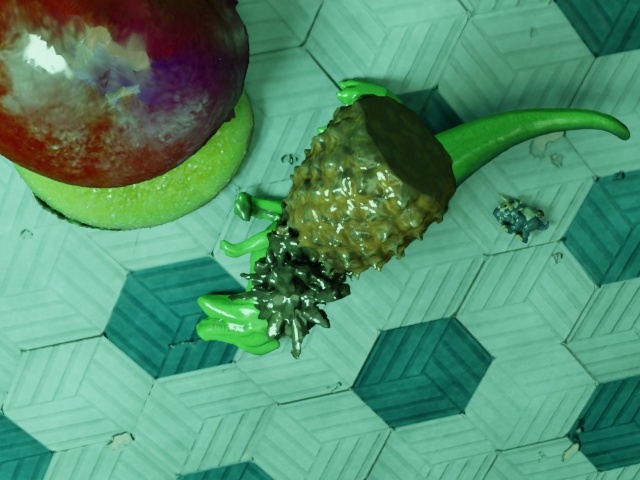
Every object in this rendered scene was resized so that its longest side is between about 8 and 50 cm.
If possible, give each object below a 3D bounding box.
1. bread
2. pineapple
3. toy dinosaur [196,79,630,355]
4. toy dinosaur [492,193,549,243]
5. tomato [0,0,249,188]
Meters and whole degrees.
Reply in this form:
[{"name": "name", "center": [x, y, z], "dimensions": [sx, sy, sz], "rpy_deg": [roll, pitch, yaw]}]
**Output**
[{"name": "bread", "center": [-0.227, -0.140, 1.329], "dimensions": [0.301, 0.045, 0.301], "rpy_deg": [-4, 117, -7]}, {"name": "pineapple", "center": [0.000, 0.000, 1.253], "dimensions": [0.169, 0.169, 0.340], "rpy_deg": [25, 131, -22]}, {"name": "toy dinosaur", "center": [0.110, 0.000, 1.422], "dimensions": [0.500, 0.144, 0.374], "rpy_deg": [5, 121, -9]}, {"name": "toy dinosaur", "center": [0.261, -0.028, 1.495], "dimensions": [0.083, 0.030, 0.047], "rpy_deg": [30, 110, -24]}, {"name": "tomato", "center": [-0.242, -0.173, 1.192], "dimensions": [0.335, 0.176, 0.289], "rpy_deg": [28, 108, -17]}]
